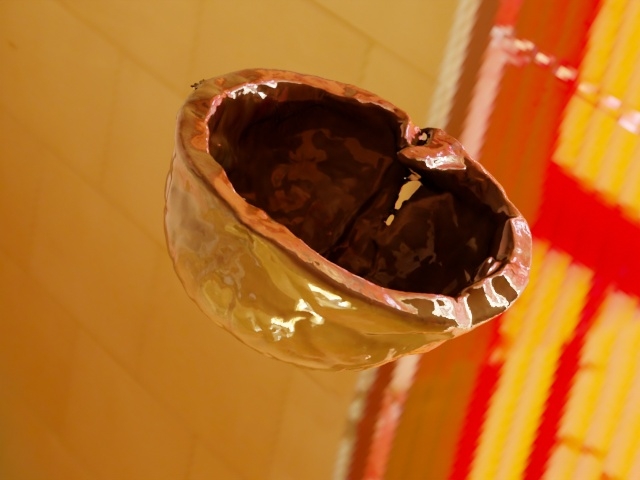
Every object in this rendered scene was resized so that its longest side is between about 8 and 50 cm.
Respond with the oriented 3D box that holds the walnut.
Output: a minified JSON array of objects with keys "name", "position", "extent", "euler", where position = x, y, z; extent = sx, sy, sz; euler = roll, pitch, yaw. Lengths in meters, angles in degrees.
[{"name":"walnut","position":[-0.002,0.002,0.745],"extent":[0.087,0.167,0.211],"euler":[-55,-17,27]}]
